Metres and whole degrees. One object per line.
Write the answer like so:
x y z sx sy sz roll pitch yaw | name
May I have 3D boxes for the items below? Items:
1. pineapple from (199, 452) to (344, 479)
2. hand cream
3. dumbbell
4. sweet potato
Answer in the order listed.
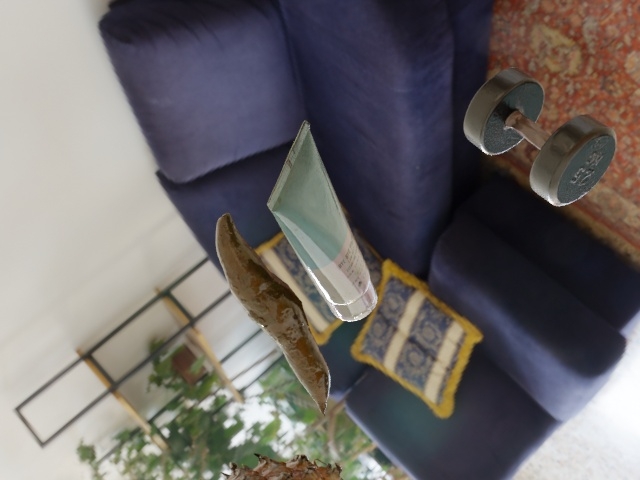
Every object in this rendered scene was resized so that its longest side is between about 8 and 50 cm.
-0.067 0.514 1.293 0.352 0.352 0.300 44 -175 17 | pineapple
0.000 0.000 0.938 0.070 0.111 0.312 11 151 25 | hand cream
0.362 -0.175 1.323 0.218 0.152 0.152 46 164 34 | dumbbell
-0.053 0.090 0.960 0.274 0.067 0.067 59 163 -7 | sweet potato
